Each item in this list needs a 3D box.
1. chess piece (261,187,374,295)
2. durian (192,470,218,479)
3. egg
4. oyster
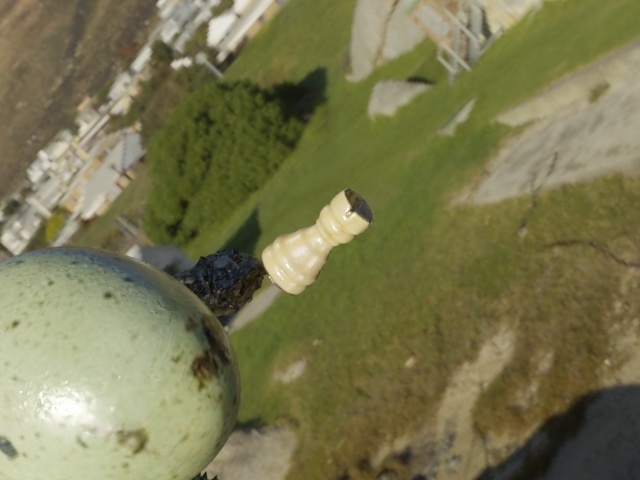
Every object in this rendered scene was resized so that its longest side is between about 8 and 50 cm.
[{"bbox_3d":[0.000,0.000,1.048,0.122,0.066,0.066,-39,9,25],"label":"chess piece"},{"bbox_3d":[-0.234,0.543,1.870,0.169,0.355,0.157,-41,5,13],"label":"durian"},{"bbox_3d":[-0.257,0.149,1.068,0.379,0.287,0.287,2,32,25],"label":"egg"},{"bbox_3d":[-0.140,0.063,1.436,0.148,0.103,0.051,-34,22,-14],"label":"oyster"}]
